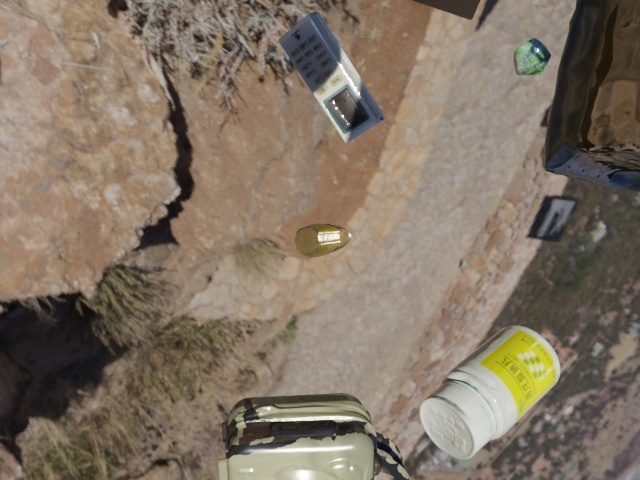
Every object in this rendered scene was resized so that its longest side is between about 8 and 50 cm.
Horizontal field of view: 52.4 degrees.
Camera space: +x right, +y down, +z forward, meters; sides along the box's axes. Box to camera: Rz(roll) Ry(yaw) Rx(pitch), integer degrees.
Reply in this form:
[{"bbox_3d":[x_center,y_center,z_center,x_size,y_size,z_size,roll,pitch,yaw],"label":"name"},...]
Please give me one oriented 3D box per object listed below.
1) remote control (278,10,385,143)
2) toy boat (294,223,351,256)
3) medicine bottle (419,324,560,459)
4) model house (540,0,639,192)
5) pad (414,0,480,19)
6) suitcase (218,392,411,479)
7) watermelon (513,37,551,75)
[{"bbox_3d":[0.024,-0.359,1.446,0.103,0.277,0.055,-28,-171,37],"label":"remote control"},{"bbox_3d":[0.000,0.000,0.917,0.049,0.149,0.047,-3,88,-17],"label":"toy boat"},{"bbox_3d":[0.306,0.270,1.175,0.258,0.143,0.143,-29,135,-32],"label":"medicine bottle"},{"bbox_3d":[0.357,-0.168,0.376,0.382,0.342,0.334,12,96,0],"label":"model house"},{"bbox_3d":[0.219,-0.475,1.142,0.265,0.159,0.009,84,26,-83],"label":"pad"},{"bbox_3d":[-0.005,0.450,1.167,0.339,0.194,0.351,-2,110,-3],"label":"suitcase"},{"bbox_3d":[0.527,-0.466,1.639,0.084,0.072,0.092,-5,121,-7],"label":"watermelon"}]
